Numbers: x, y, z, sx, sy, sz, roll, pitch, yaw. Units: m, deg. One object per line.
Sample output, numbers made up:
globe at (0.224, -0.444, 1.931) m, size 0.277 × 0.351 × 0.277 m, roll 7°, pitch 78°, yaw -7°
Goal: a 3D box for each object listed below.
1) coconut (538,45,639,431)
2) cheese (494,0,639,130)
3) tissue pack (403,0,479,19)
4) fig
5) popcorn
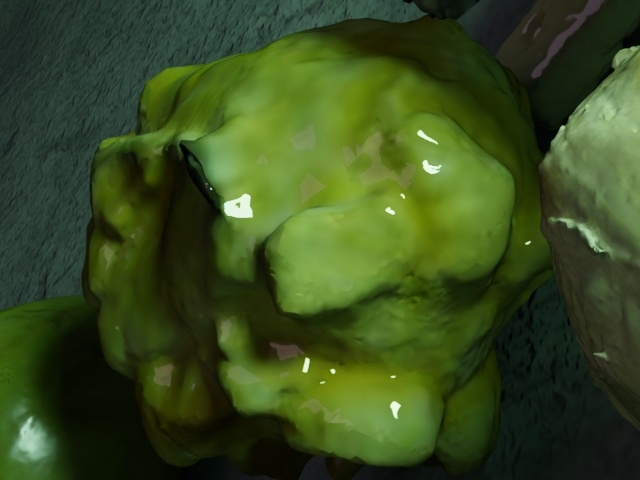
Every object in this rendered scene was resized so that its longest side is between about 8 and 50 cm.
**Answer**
coconut at (0.163, -0.002, 0.457) m, size 0.194 × 0.194 × 0.194 m, roll -40°, pitch 38°, yaw 40°
cheese at (0.155, -0.142, 0.719) m, size 0.194 × 0.043 × 0.065 m, roll -56°, pitch 25°, yaw 22°
tissue pack at (0.177, -0.223, 0.562) m, size 0.332 × 0.123 × 0.245 m, roll -47°, pitch 17°, yaw -25°
fig at (-0.184, 0.131, 0.920) m, size 0.207 × 0.207 × 0.230 m, roll -4°, pitch 67°, yaw 59°
popcorn at (0.000, 0.000, 0.697) m, size 0.286 × 0.215 × 0.252 m, roll -8°, pitch 59°, yaw 61°
